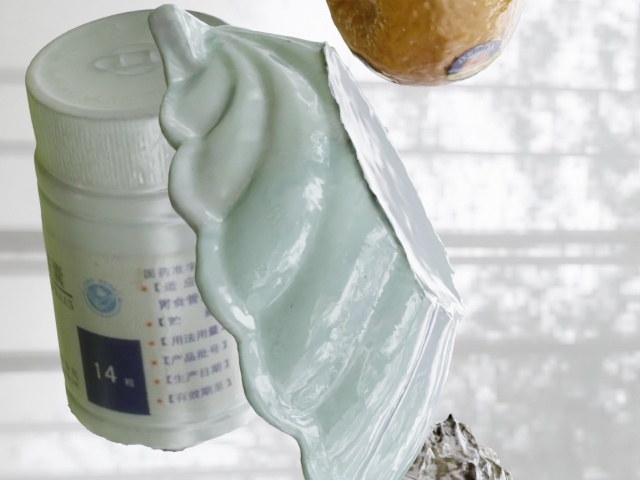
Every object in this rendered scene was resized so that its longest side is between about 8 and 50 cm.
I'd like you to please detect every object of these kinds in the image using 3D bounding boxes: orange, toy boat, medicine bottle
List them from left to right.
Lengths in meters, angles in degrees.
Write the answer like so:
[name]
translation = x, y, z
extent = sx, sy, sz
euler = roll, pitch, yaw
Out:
[medicine bottle]
translation = -0.137, -0.010, 1.640
extent = 0.190, 0.190, 0.332
euler = -121, -156, -56
[toy boat]
translation = 0.000, 0.000, 1.009
extent = 0.290, 0.100, 0.199
euler = 66, 13, 21
[orange]
translation = 0.082, -0.207, 1.532
extent = 0.178, 0.155, 0.177
euler = 59, -12, 22

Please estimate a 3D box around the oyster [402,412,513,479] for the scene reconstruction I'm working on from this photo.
[oyster]
translation = 0.092, 0.257, 1.375
extent = 0.361, 0.096, 0.221
euler = -38, 137, -71
